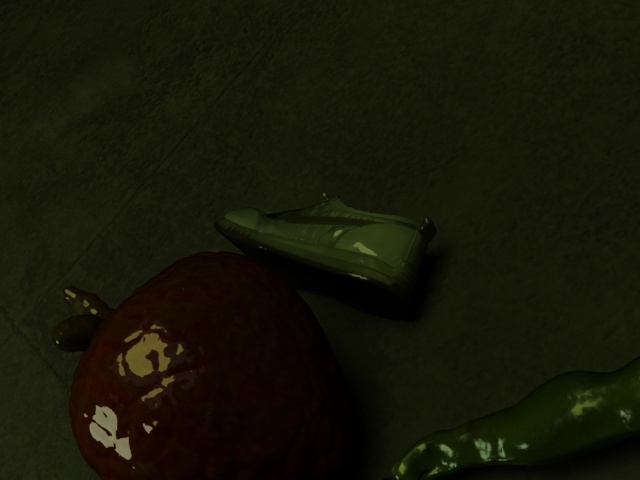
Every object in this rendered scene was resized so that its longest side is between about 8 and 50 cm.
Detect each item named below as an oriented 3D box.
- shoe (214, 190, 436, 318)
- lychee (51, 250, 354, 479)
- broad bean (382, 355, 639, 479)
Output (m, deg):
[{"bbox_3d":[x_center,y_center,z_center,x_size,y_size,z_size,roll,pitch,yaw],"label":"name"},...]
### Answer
[{"bbox_3d":[0.000,0.000,1.088,0.275,0.103,0.098,16,66,42],"label":"shoe"},{"bbox_3d":[-0.108,0.121,0.950,0.255,0.300,0.255,-48,-4,-4],"label":"lychee"},{"bbox_3d":[0.166,0.153,0.825,0.318,0.056,0.098,-31,22,18],"label":"broad bean"}]
